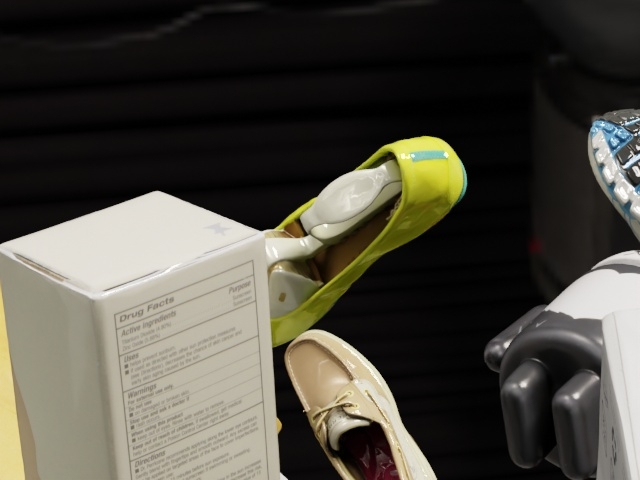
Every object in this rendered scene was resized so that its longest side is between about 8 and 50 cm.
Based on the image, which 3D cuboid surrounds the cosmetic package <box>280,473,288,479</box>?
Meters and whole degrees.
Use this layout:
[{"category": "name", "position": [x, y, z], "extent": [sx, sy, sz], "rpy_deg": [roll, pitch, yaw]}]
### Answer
[{"category": "cosmetic package", "position": [-0.112, 0.277, 1.457], "extent": [0.099, 0.239, 0.060], "rpy_deg": [46, -24, -12]}]

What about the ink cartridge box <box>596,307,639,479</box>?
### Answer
[{"category": "ink cartridge box", "position": [0.139, 0.201, 0.700], "extent": [0.165, 0.065, 0.333], "rpy_deg": [-91, 178, -50]}]

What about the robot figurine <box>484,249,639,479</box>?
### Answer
[{"category": "robot figurine", "position": [0.286, 0.120, 1.801], "extent": [0.209, 0.278, 0.173], "rpy_deg": [43, -43, 12]}]

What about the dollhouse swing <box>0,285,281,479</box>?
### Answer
[{"category": "dollhouse swing", "position": [-0.300, 0.234, 1.978], "extent": [0.305, 0.347, 0.315], "rpy_deg": [5, -38, 42]}]

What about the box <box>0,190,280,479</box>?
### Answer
[{"category": "box", "position": [-0.118, 0.139, 1.256], "extent": [0.121, 0.148, 0.311], "rpy_deg": [22, -58, 45]}]

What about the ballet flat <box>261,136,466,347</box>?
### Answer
[{"category": "ballet flat", "position": [0.000, 0.000, 1.267], "extent": [0.231, 0.077, 0.077], "rpy_deg": [-38, -113, 31]}]

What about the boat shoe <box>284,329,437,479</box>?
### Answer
[{"category": "boat shoe", "position": [0.021, 0.109, 1.081], "extent": [0.135, 0.050, 0.045], "rpy_deg": [52, 16, 16]}]

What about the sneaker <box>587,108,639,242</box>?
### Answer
[{"category": "sneaker", "position": [0.237, -0.002, 1.216], "extent": [0.191, 0.071, 0.083], "rpy_deg": [56, -19, 20]}]
